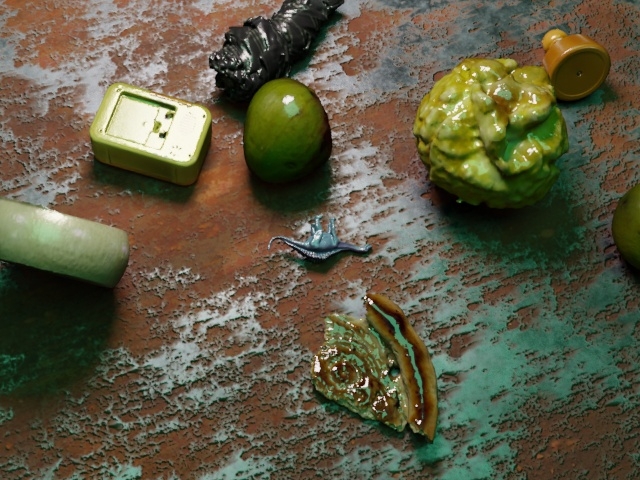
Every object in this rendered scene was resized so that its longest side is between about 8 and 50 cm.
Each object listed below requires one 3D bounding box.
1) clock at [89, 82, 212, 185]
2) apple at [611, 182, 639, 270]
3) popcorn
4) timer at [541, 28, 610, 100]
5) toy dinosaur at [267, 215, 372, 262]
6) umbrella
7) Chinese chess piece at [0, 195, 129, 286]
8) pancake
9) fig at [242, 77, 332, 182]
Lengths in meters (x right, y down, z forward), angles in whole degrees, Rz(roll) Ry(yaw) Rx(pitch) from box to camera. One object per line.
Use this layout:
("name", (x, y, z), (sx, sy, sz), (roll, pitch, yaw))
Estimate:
("clock", (-0.311, -0.196, 1.608), (0.202, 0.096, 0.143), (16, 64, 0))
("apple", (0.634, -0.027, 1.584), (0.196, 0.196, 0.157), (24, 32, 5))
("popcorn", (0.302, -0.196, 1.579), (0.282, 0.247, 0.282), (2, 32, -1))
("timer", (0.497, -0.379, 1.768), (0.132, 0.132, 0.152), (-7, 44, -9))
("toy dinosaur", (0.000, 0.000, 1.583), (0.197, 0.045, 0.080), (1, 70, -15))
("umbrella", (-0.091, -0.405, 1.712), (0.154, 0.128, 0.336), (35, 61, -7))
("Chinese chess piece", (-0.439, 0.005, 1.426), (0.250, 0.250, 0.101), (14, 84, 0))
("pancake", (0.114, 0.207, 1.500), (0.257, 0.056, 0.212), (27, 67, 6))
("fig", (-0.063, -0.197, 1.597), (0.181, 0.181, 0.191), (38, 90, 10))
